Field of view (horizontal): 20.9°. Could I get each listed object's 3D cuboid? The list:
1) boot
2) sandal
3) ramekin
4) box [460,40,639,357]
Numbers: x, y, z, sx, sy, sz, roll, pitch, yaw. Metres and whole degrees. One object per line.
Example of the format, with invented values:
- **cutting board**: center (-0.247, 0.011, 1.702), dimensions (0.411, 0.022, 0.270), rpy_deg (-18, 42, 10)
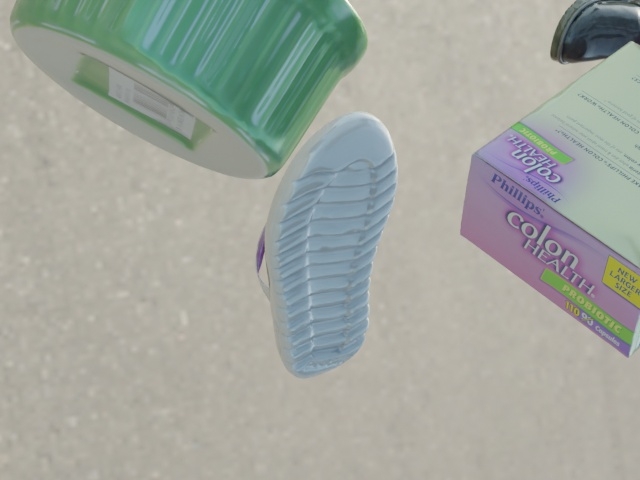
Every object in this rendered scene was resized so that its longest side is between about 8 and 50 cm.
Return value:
- **boot**: center (0.364, -0.191, 1.769), dimensions (0.189, 0.208, 0.076), rpy_deg (-27, 138, -40)
- **sandal**: center (-0.013, 0.004, 2.084), dimensions (0.102, 0.169, 0.416), rpy_deg (49, -34, 36)
- **ramekin**: center (-0.124, -0.180, 1.526), dimensions (0.148, 0.303, 0.303), rpy_deg (-62, 146, -11)
- **box**: center (0.295, -0.045, 1.654), dimensions (0.243, 0.213, 0.117), rpy_deg (-35, 148, -31)
